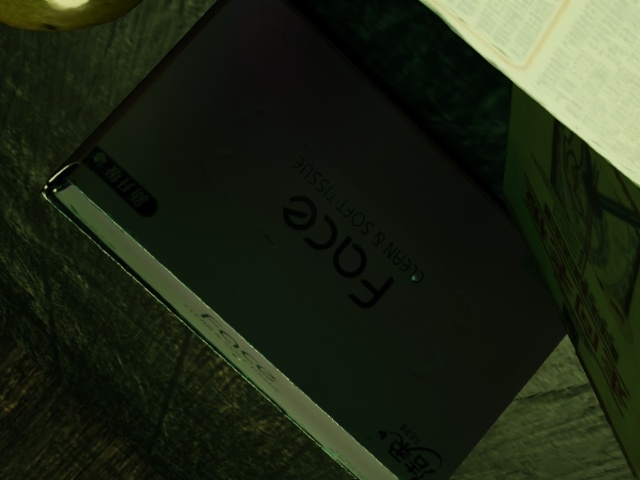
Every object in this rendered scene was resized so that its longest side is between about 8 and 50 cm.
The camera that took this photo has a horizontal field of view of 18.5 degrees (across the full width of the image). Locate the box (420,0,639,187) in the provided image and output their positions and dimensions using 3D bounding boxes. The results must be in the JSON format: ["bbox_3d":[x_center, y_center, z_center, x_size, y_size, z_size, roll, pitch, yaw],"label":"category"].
[{"bbox_3d":[0.087,-0.129,0.506,0.168,0.097,0.265,41,165,6],"label":"box"}]

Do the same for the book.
[{"bbox_3d":[0.117,-0.001,0.795,0.231,0.026,0.161,81,168,-67],"label":"book"}]

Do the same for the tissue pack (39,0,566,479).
[{"bbox_3d":[0.000,0.000,1.006,0.246,0.148,0.092,43,164,-9],"label":"tissue pack"}]

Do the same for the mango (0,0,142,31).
[{"bbox_3d":[-0.133,-0.196,0.850,0.177,0.120,0.295,28,163,19],"label":"mango"}]
